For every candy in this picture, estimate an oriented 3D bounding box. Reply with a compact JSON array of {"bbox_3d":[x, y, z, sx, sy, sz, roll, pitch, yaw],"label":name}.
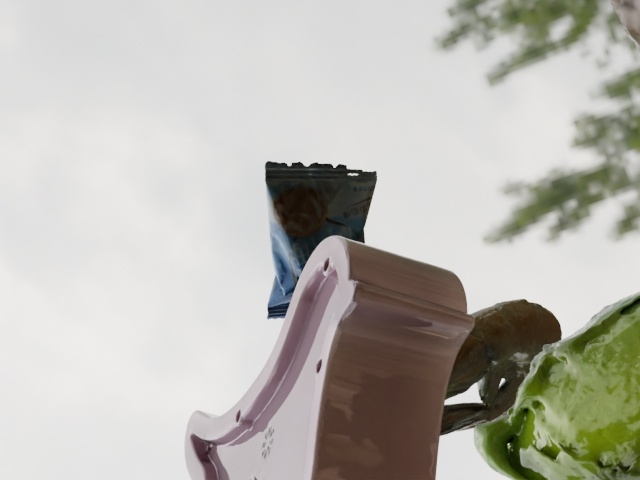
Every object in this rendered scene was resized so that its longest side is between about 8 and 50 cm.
[{"bbox_3d":[0.001,0.000,1.487,0.038,0.088,0.136,-90,0,-66],"label":"candy"}]

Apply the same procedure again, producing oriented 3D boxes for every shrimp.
[{"bbox_3d":[0.112,0.129,1.645,0.047,0.223,0.126,52,164,49],"label":"shrimp"}]

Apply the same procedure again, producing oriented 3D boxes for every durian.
[{"bbox_3d":[0.230,0.108,1.325,0.101,0.250,0.139,33,-160,-48],"label":"durian"}]

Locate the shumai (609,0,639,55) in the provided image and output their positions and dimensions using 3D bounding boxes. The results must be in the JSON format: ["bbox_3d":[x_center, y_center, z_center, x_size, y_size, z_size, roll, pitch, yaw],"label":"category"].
[{"bbox_3d":[0.236,-0.163,0.830,0.314,0.267,0.262,37,-164,-11],"label":"shumai"}]

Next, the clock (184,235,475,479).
[{"bbox_3d":[-0.011,0.134,1.164,0.080,0.290,0.275,15,-90,-18],"label":"clock"}]
